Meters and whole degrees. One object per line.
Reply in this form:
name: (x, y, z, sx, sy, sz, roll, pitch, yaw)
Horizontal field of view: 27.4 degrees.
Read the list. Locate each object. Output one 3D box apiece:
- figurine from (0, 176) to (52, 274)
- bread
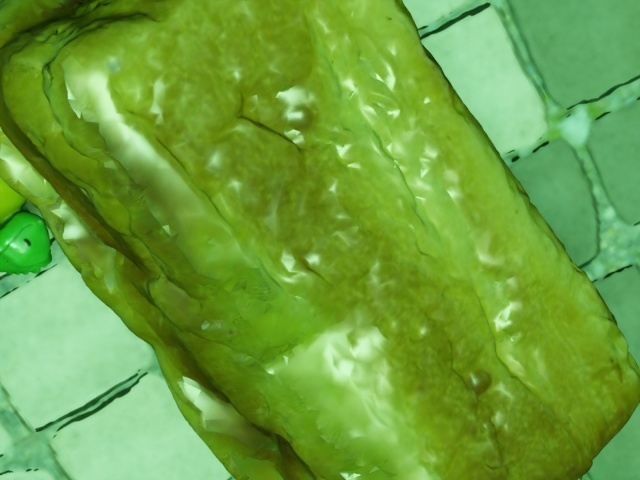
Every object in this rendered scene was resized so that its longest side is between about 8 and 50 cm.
figurine: (-0.197, -0.035, 0.623, 0.115, 0.095, 0.156, -34, 101, 35)
bread: (-0.005, 0.002, 0.623, 0.195, 0.149, 0.344, -41, 111, -17)
